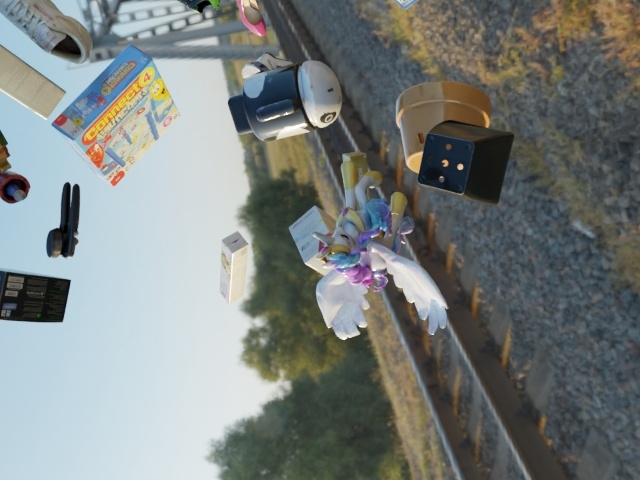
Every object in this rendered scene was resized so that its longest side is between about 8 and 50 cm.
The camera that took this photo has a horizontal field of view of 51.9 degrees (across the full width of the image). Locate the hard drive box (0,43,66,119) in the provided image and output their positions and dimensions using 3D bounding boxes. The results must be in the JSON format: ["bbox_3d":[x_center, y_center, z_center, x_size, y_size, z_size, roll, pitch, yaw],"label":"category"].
[{"bbox_3d":[-0.753,-0.408,1.556,0.181,0.089,0.232,33,176,31],"label":"hard drive box"}]

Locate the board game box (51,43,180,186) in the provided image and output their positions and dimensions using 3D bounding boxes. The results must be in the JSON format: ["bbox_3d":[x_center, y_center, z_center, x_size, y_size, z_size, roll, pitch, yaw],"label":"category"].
[{"bbox_3d":[-0.560,-0.341,1.852,0.086,0.308,0.302,36,167,13],"label":"board game box"}]

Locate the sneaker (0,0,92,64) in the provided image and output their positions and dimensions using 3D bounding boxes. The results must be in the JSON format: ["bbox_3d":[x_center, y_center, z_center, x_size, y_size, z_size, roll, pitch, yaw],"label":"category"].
[{"bbox_3d":[-0.692,-0.548,1.614,0.305,0.114,0.152,34,-161,-36],"label":"sneaker"}]

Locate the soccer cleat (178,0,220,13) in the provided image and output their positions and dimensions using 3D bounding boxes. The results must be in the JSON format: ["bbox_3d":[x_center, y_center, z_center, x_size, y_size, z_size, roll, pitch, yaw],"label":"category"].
[{"bbox_3d":[-0.350,-0.654,1.779,0.060,0.179,0.072,-1,-83,-67],"label":"soccer cleat"}]

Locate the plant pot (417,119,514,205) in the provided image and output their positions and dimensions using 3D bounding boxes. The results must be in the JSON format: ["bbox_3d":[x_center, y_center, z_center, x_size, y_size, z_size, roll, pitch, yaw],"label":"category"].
[{"bbox_3d":[0.342,-0.191,1.619,0.167,0.188,0.187,-13,-63,-55],"label":"plant pot"}]

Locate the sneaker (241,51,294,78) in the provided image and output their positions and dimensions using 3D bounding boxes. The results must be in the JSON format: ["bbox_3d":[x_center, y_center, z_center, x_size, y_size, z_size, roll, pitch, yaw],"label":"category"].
[{"bbox_3d":[-0.139,-0.574,2.454,0.127,0.182,0.315,0,136,45],"label":"sneaker"}]

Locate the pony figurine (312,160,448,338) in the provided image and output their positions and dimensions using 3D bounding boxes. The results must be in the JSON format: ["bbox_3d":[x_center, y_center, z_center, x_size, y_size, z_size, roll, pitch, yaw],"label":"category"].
[{"bbox_3d":[0.111,0.030,1.483,0.351,0.303,0.363,58,-147,-26],"label":"pony figurine"}]

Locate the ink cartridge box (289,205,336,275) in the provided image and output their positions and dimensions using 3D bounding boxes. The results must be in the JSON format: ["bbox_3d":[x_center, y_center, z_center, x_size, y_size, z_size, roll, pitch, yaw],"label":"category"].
[{"bbox_3d":[0.000,0.000,2.212,0.127,0.128,0.176,33,-156,-47],"label":"ink cartridge box"}]

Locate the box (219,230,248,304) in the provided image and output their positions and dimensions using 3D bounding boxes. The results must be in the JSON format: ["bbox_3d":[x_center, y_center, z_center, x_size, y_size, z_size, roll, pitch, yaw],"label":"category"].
[{"bbox_3d":[-0.282,0.094,2.129,0.063,0.067,0.324,48,152,22],"label":"box"}]

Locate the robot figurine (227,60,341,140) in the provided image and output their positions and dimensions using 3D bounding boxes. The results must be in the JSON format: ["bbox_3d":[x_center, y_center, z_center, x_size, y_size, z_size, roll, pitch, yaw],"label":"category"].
[{"bbox_3d":[-0.084,-0.341,1.635,0.173,0.278,0.209,55,-151,-53],"label":"robot figurine"}]

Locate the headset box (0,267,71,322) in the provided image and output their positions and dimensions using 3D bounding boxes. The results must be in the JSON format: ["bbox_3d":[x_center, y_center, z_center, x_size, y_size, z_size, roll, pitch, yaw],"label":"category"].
[{"bbox_3d":[-0.901,0.142,1.840,0.246,0.283,0.131,23,-105,-68],"label":"headset box"}]

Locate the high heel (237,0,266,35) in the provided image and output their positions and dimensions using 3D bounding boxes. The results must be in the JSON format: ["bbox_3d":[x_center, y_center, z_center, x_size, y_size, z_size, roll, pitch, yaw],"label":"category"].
[{"bbox_3d":[-0.265,-0.897,2.563,0.117,0.082,0.244,41,162,51],"label":"high heel"}]

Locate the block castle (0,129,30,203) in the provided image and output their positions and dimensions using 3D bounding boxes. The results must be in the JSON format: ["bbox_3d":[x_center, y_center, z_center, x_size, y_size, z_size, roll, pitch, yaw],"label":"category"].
[{"bbox_3d":[-0.953,-0.222,1.635,0.213,0.303,0.453,31,149,33],"label":"block castle"}]

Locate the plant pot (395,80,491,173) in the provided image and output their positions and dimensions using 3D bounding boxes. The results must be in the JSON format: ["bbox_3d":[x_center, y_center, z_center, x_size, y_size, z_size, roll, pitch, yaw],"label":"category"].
[{"bbox_3d":[0.366,-0.321,2.000,0.291,0.291,0.203,90,-172,-73],"label":"plant pot"}]

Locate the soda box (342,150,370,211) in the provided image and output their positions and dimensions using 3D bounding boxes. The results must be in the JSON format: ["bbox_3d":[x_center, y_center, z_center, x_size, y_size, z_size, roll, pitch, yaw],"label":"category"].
[{"bbox_3d":[0.113,-0.181,2.034,0.061,0.058,0.181,-145,45,-64],"label":"soda box"}]

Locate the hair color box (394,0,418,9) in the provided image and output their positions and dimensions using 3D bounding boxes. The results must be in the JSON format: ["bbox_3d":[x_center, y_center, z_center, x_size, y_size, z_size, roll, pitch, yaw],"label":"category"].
[{"bbox_3d":[0.168,-0.828,1.825,0.105,0.347,0.174,-12,47,62],"label":"hair color box"}]

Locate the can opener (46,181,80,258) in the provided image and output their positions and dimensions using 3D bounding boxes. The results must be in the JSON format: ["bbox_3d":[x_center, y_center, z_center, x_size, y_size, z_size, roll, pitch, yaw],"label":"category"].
[{"bbox_3d":[-0.594,-0.045,1.552,0.073,0.059,0.186,-36,-39,-81],"label":"can opener"}]
